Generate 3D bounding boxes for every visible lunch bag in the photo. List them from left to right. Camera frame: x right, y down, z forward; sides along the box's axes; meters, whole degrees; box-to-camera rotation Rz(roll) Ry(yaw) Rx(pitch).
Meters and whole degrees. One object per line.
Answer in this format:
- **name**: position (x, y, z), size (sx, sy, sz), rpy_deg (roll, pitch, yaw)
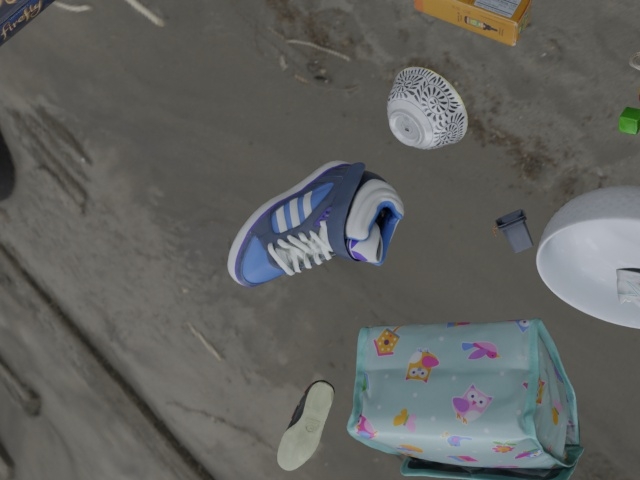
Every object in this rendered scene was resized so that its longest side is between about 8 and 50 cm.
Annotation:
- **lunch bag**: position (0.185, 0.205, 0.901), size (0.223, 0.160, 0.262), rpy_deg (-5, 150, 27)

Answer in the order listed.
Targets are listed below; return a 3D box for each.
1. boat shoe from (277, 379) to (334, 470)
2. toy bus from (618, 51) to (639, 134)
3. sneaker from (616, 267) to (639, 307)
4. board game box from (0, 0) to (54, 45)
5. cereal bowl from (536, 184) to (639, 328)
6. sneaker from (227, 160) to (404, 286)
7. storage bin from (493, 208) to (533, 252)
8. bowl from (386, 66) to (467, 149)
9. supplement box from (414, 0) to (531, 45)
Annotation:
- **boat shoe**: position (-0.019, 0.257, 1.045), size (0.048, 0.042, 0.133), rpy_deg (26, 87, 1)
- **toy bus**: position (0.525, -0.164, 1.055), size (0.190, 0.202, 0.104), rpy_deg (8, 140, 23)
- **sneaker**: position (0.527, 0.080, 1.156), size (0.152, 0.053, 0.061), rpy_deg (11, 100, 58)
- **board game box**: position (-0.414, -0.250, 0.777), size (0.243, 0.042, 0.165), rpy_deg (-37, 91, 7)
- **cereal bowl**: position (0.568, 0.014, 1.335), size (0.338, 0.141, 0.339), rpy_deg (21, 152, 12)
- **sneaker**: position (0.001, 0.000, 1.338), size (0.236, 0.322, 0.130), rpy_deg (40, 169, 50)
- **storage bin**: position (0.530, -0.020, 2.046), size (0.098, 0.135, 0.091), rpy_deg (-24, 94, 13)
- **bowl**: position (0.179, -0.226, 1.382), size (0.170, 0.080, 0.170), rpy_deg (34, 152, 22)
- **supplement box**: position (0.304, -0.479, 1.510), size (0.233, 0.080, 0.078), rpy_deg (30, 167, 19)
